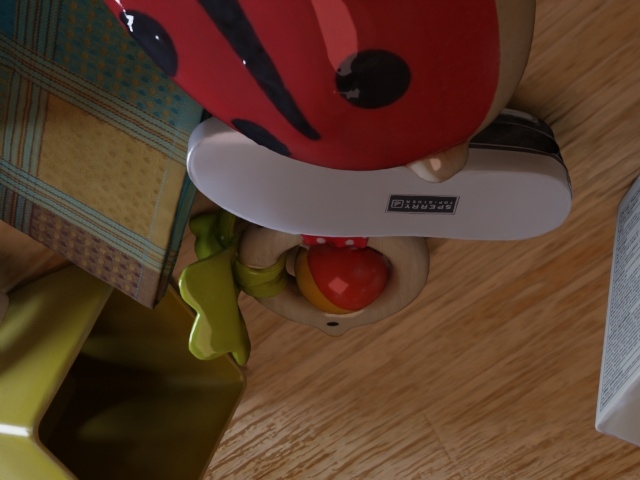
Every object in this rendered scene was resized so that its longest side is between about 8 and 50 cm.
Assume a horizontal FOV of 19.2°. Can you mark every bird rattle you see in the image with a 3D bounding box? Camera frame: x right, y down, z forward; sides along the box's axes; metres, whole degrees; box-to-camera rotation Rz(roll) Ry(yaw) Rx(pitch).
[{"bbox_3d":[0.000,0.000,1.607,0.207,0.143,0.253,28,127,-34],"label":"bird rattle"}]

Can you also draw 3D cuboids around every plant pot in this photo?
[{"bbox_3d":[-0.230,0.150,1.767,0.187,0.212,0.212,0,141,37],"label":"plant pot"}]

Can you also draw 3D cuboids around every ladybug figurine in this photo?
[{"bbox_3d":[-0.044,-0.218,1.190,0.305,0.162,0.449,-28,102,42],"label":"ladybug figurine"}]

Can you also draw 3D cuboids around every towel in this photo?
[{"bbox_3d":[-0.208,-0.117,1.509,0.271,0.040,0.370,31,143,8],"label":"towel"}]

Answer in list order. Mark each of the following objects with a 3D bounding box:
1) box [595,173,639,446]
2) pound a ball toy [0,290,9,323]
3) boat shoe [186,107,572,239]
[{"bbox_3d":[0.302,0.037,1.435,0.127,0.232,0.148,20,140,-8],"label":"box"},{"bbox_3d":[-0.466,0.010,1.740,0.319,0.135,0.208,34,162,-23],"label":"pound a ball toy"},{"bbox_3d":[0.045,-0.072,1.455,0.301,0.102,0.108,3,138,-11],"label":"boat shoe"}]
